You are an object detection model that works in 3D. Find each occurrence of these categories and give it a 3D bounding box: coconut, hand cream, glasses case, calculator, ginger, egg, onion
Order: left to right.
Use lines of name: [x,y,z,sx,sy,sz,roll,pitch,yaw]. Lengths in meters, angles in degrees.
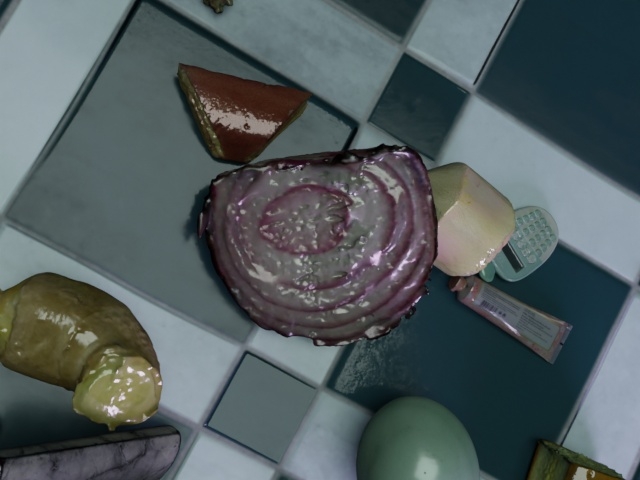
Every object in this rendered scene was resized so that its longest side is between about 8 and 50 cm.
glasses case: [-0.298,0.278,1.137,0.060,0.299,0.114,48,110,25]
ginger: [-0.313,0.132,1.214,0.267,0.152,0.138,30,107,8]
onion: [0.000,0.000,1.302,0.315,0.146,0.279,-7,110,1]
egg: [0.134,0.328,1.294,0.168,0.168,0.230,-8,93,-14]
coconut: [0.183,-0.036,1.338,0.153,0.147,0.147,35,79,-13]
hand cream: [0.283,0.108,1.412,0.210,0.043,0.067,31,82,-15]
calculator: [0.296,0.008,1.428,0.153,0.021,0.095,-34,94,-14]

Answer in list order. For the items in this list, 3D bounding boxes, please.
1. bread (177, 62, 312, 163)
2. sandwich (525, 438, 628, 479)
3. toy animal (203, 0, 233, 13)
bread: [-0.110,-0.171,1.316,0.193,0.067,0.119,8,85,-13]
sandwich: [0.347,0.423,1.368,0.128,0.122,0.235,22,84,-8]
toy animal: [-0.104,-0.424,1.330,0.069,0.086,0.219,42,68,-48]
